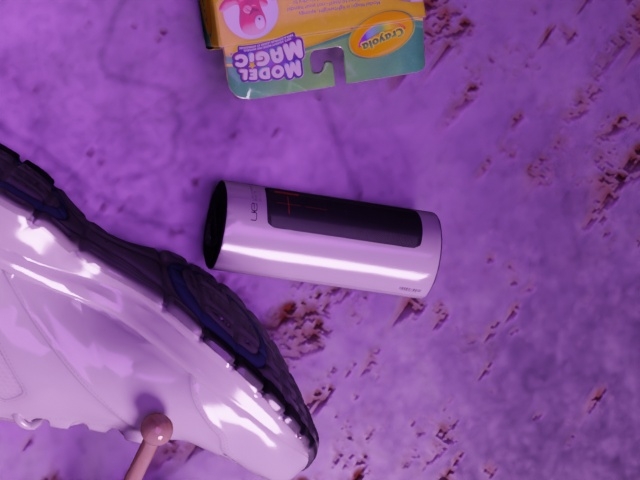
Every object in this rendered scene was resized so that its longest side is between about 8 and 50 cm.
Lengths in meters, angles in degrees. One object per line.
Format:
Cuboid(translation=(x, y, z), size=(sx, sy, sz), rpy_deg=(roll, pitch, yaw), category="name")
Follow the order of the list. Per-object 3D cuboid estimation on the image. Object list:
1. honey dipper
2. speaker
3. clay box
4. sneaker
Cuboid(translation=(-0.119, 0.156, 0.988), size=(0.030, 0.030, 0.160), rpy_deg=(14, 125, -16), category="honey dipper")
Cuboid(translation=(0.000, 0.000, 1.033), size=(0.136, 0.055, 0.055), rpy_deg=(9, 94, -16), category="speaker")
Cuboid(translation=(-0.014, -0.200, 1.007), size=(0.127, 0.053, 0.222), rpy_deg=(-10, 100, -14), category="clay box")
Cuboid(translation=(-0.133, 0.057, 0.992), size=(0.297, 0.111, 0.129), rpy_deg=(34, 102, -12), category="sneaker")
